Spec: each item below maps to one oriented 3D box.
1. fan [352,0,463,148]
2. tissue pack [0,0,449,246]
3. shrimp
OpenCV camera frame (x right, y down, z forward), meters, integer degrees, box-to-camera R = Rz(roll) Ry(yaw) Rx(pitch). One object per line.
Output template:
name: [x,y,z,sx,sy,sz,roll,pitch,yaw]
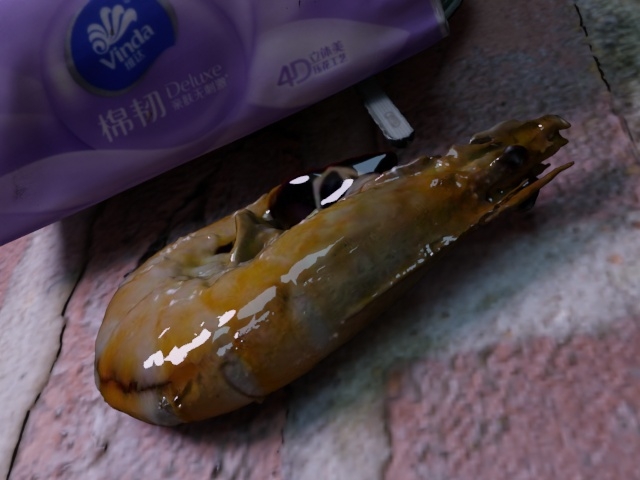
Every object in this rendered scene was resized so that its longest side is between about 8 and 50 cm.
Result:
fan: [-0.009,-0.131,0.576,0.223,0.012,0.294,-8,36,27]
tissue pack: [-0.104,-0.164,0.534,0.338,0.160,0.242,-24,32,9]
shrimp: [0.000,0.000,0.444,0.287,0.063,0.152,-31,30,-6]
